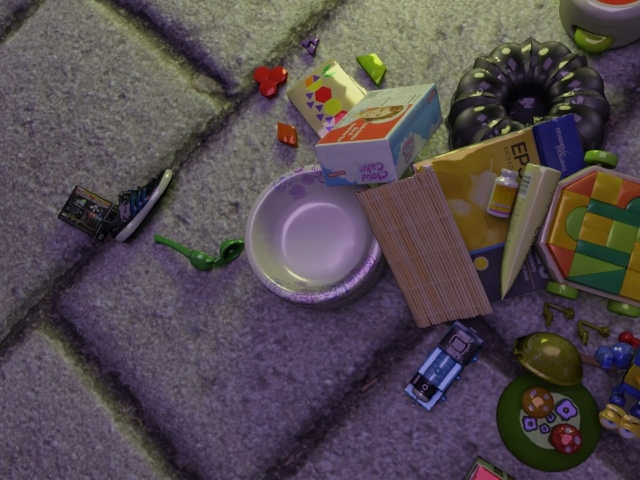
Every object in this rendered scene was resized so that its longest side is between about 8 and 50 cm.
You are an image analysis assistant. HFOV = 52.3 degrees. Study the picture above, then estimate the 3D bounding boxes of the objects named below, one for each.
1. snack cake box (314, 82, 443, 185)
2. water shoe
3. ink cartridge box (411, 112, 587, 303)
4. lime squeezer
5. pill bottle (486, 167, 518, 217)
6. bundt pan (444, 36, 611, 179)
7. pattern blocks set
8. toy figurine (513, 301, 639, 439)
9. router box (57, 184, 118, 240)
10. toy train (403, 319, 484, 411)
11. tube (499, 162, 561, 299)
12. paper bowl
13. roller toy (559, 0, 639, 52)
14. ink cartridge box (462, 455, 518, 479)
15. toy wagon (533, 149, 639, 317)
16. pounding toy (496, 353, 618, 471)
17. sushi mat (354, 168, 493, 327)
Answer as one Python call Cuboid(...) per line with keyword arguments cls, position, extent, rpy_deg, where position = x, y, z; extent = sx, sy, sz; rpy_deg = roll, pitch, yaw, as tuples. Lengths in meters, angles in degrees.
Cuboid(cls="snack cake box", position=(0.120, -0.207, 1.257), extent=(0.152, 0.089, 0.264), rpy_deg=(2, 34, 31))
Cuboid(cls="water shoe", position=(-0.416, -0.091, 1.475), extent=(0.080, 0.073, 0.203), rpy_deg=(37, 87, -9))
Cuboid(cls="ink cartridge box", position=(0.360, -0.047, 1.220), extent=(0.308, 0.072, 0.303), rpy_deg=(-17, 99, 13))
Cuboid(cls="lime squeezer", position=(-0.221, 0.011, 1.433), extent=(0.311, 0.058, 0.109), rpy_deg=(-12, 43, 12))
Cuboid(cls="pill bottle", position=(0.326, -0.084, 1.161), extent=(0.044, 0.043, 0.083), rpy_deg=(17, 105, 17))
Cuboid(cls="bundt pan", position=(0.413, -0.262, 1.306), extent=(0.331, 0.124, 0.330), rpy_deg=(-4, 75, 14))
Cuboid(cls="pattern blocks set", position=(0.020, -0.315, 1.465), extent=(0.286, 0.026, 0.324), rpy_deg=(-29, 71, 5))
Cuboid(cls="toy figurine", position=(0.531, 0.187, 1.069), extent=(0.363, 0.217, 0.191), rpy_deg=(31, 58, 16))
Cuboid(cls="router box", position=(-0.542, -0.065, 1.530), extent=(0.123, 0.038, 0.092), rpy_deg=(26, 83, 18))
Cuboid(cls="toy train", position=(0.232, 0.234, 1.225), extent=(0.080, 0.105, 0.184), rpy_deg=(39, 87, 20))
Cuboid(cls="tube", position=(0.358, -0.015, 1.155), extent=(0.062, 0.070, 0.240), rpy_deg=(30, 108, 50))
Cuboid(cls="paper bowl", position=(0.000, 0.000, 1.322), extent=(0.285, 0.148, 0.284), rpy_deg=(-4, 75, 13))
Cuboid(cls="roller toy", position=(0.587, -0.504, 1.314), extent=(0.191, 0.146, 0.209), rpy_deg=(-19, 71, 8))
Cuboid(cls="ink cartridge box", position=(0.357, 0.490, 1.038), extent=(0.310, 0.272, 0.130), rpy_deg=(30, 84, 18))
Cuboid(cls="toy wagon", position=(0.561, 0.001, 1.166), extent=(0.345, 0.068, 0.267), rpy_deg=(17, 89, -2))
Cuboid(cls="pounding toy", position=(0.418, 0.294, 1.161), extent=(0.183, 0.110, 0.236), rpy_deg=(20, 81, 18))
Cuboid(cls="sushi mat", position=(0.192, 0.025, 1.192), extent=(0.152, 0.019, 0.316), rpy_deg=(-18, 113, 23))
